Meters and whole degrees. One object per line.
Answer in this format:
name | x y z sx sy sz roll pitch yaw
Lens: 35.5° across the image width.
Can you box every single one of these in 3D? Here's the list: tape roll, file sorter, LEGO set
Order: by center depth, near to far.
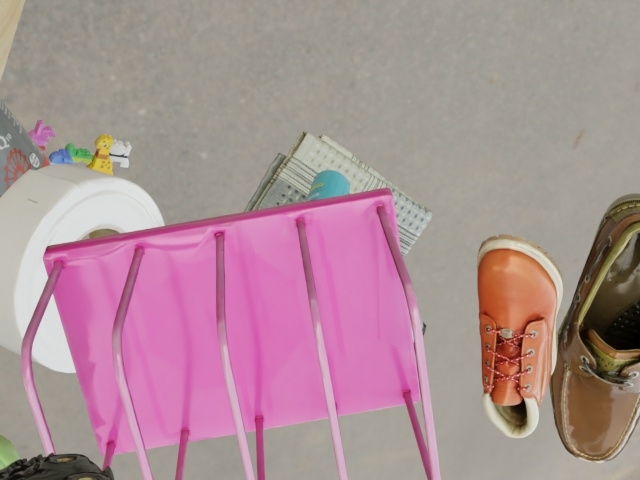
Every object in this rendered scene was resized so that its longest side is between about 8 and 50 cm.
file sorter | -0.063 0.106 0.786 0.290 0.182 0.202 -10 114 0
tape roll | -0.347 0.037 1.409 0.286 0.100 0.286 -30 129 -47
LEGO set | -0.462 -0.182 1.973 0.227 0.087 0.093 6 125 -36

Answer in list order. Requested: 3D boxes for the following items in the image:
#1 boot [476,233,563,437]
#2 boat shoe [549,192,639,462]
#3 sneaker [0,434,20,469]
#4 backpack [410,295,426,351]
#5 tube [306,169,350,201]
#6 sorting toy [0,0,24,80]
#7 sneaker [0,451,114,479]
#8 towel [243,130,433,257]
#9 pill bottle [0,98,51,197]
boot | 0.139 0.070 0.710 0.059 0.085 0.158 3 133 24
boat shoe | 0.298 0.106 1.046 0.104 0.110 0.307 -44 140 -66
sneaker | -0.445 0.254 0.722 0.482 0.185 0.202 -16 -165 -11
backpack | 0.084 0.143 1.617 0.182 0.152 0.115 -37 130 -23
tube | -0.008 -0.013 1.308 0.052 0.207 0.080 34 130 -12
sorting toy | -0.507 -0.281 1.216 0.255 0.257 0.089 19 162 -25
sneaker | -0.145 0.136 0.416 0.085 0.086 0.237 -10 179 -40
towel | 0.000 0.000 1.741 0.324 0.056 0.312 31 96 -32
pill bottle | -0.625 -0.189 1.647 0.210 0.210 0.363 -29 126 4
